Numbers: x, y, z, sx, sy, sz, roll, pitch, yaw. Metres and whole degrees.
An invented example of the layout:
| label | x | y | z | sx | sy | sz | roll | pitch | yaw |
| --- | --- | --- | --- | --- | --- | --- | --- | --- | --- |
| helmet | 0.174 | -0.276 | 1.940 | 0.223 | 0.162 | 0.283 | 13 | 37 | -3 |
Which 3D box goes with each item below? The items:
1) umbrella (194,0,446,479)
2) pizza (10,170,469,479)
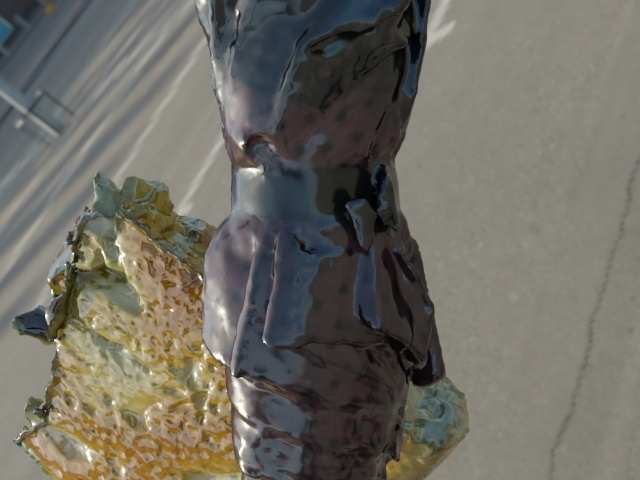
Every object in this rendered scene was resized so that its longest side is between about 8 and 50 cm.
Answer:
| label | x | y | z | sx | sy | sz | roll | pitch | yaw |
| --- | --- | --- | --- | --- | --- | --- | --- | --- | --- |
| umbrella | 0.000 | 0.000 | 0.471 | 0.094 | 0.326 | 0.090 | 9 | 17 | 40 |
| pizza | -0.066 | 0.060 | 0.671 | 0.289 | 0.229 | 0.081 | -13 | 20 | 35 |
